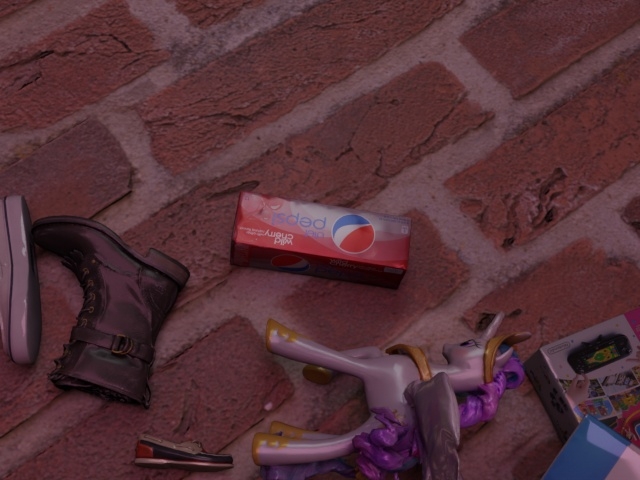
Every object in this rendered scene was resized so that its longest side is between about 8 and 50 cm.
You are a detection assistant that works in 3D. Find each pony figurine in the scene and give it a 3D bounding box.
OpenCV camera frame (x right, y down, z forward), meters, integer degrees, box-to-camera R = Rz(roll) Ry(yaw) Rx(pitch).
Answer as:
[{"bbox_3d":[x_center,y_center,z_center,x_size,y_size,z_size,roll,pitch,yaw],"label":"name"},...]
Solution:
[{"bbox_3d":[0.103,0.242,1.282,0.363,0.303,0.351,-3,48,9],"label":"pony figurine"}]

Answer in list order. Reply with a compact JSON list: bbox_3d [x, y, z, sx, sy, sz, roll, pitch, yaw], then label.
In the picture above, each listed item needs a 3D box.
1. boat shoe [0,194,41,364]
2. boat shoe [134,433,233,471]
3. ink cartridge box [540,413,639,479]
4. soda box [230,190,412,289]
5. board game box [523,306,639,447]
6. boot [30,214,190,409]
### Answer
[{"bbox_3d":[-0.452,0.055,1.385,0.088,0.096,0.267,-10,66,-7],"label":"boat shoe"},{"bbox_3d":[-0.185,0.291,1.335,0.137,0.049,0.043,4,63,0],"label":"boat shoe"},{"bbox_3d":[0.388,0.374,1.191,0.270,0.198,0.197,35,88,21],"label":"ink cartridge box"},{"bbox_3d":[0.000,0.000,1.470,0.263,0.083,0.092,9,65,-3],"label":"soda box"},{"bbox_3d":[0.463,0.263,1.398,0.224,0.097,0.303,-19,70,-15],"label":"board game box"},{"bbox_3d":[-0.326,0.100,1.380,0.263,0.091,0.229,21,64,1],"label":"boot"}]
